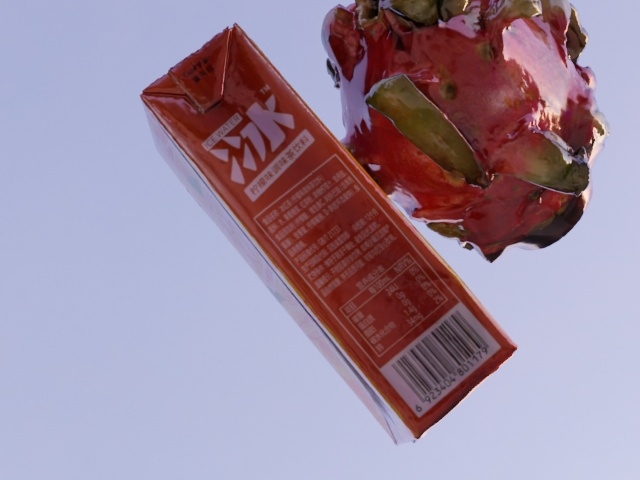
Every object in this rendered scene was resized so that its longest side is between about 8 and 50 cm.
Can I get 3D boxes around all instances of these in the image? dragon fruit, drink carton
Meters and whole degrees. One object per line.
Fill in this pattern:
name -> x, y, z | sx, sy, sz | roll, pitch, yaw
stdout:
dragon fruit -> 0.079, -0.082, 0.641 | 0.172, 0.166, 0.160 | 31, -95, -33
drink carton -> 0.000, 0.000, 0.596 | 0.071, 0.096, 0.223 | -39, -97, -10
